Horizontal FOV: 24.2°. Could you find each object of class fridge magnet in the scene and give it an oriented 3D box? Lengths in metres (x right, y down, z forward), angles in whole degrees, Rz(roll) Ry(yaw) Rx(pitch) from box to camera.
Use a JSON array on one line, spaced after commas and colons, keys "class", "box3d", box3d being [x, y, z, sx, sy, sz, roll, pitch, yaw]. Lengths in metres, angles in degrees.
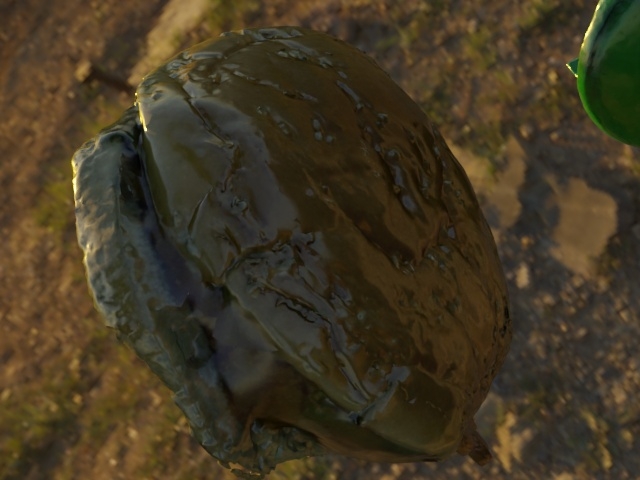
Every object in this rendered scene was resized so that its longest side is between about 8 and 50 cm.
[{"class": "fridge magnet", "box3d": [0.299, -0.164, 1.198, 0.208, 0.208, 0.088, -35, 45, 8]}]

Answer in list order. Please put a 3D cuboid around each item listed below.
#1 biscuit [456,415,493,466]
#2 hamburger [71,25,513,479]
[{"class": "biscuit", "box3d": [0.120, 0.163, 1.465, 0.031, 0.205, 0.138, -43, 91, 5]}, {"class": "hamburger", "box3d": [0.001, 0.002, 0.840, 0.134, 0.265, 0.285, -27, 14, 23]}]
